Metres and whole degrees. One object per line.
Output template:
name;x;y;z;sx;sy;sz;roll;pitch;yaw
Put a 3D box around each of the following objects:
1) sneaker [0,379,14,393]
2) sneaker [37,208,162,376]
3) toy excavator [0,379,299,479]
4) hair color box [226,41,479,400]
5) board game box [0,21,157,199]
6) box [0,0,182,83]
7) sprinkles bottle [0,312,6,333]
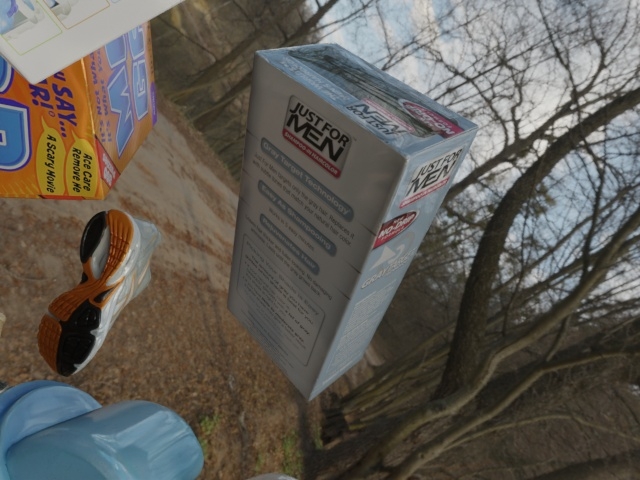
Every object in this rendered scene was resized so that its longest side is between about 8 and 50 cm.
sneaker;-0.576;0.379;0.829;0.279;0.118;0.107;51;14;-9
sneaker;-0.315;0.083;0.663;0.099;0.262;0.121;30;5;14
toy excavator;-0.166;0.303;0.458;0.432;0.445;0.222;58;5;12
hair color box;0.000;0.000;0.503;0.185;0.114;0.374;42;-42;25
board game box;-0.445;-0.293;0.576;0.356;0.357;0.355;-105;-161;-58
box;-0.178;-0.236;0.345;0.114;0.203;0.103;60;-1;40
sprinkles bottle;-0.796;0.329;0.957;0.121;0.122;0.354;59;24;-62
